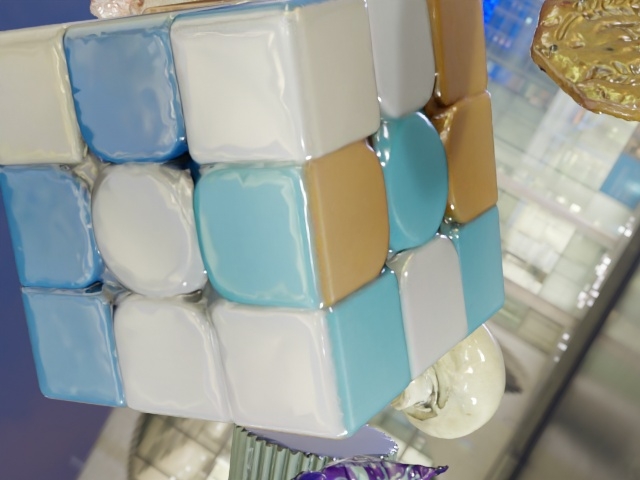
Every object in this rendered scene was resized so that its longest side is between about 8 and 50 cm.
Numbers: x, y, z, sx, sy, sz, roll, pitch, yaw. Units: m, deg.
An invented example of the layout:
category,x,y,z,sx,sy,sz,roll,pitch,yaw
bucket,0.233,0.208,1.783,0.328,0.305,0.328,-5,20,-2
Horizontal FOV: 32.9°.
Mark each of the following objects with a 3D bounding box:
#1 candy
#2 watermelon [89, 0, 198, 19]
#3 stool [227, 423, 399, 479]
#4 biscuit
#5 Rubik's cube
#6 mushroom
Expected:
category,x,y,z,sx,sy,sz,roll,pitch,yaw
candy,0.053,0.373,1.646,0.275,0.070,0.145,6,-36,-36
watermelon,-0.281,-0.408,1.895,0.226,0.318,0.148,-22,-12,-21
stool,-0.034,0.495,1.923,0.297,0.297,0.330,-12,-67,-74
biscuit,0.502,-0.297,1.688,0.359,0.359,0.046,-50,-24,-37
Rubik's cube,-0.055,-0.053,1.006,0.344,0.347,0.347,-27,-67,-55
mushroom,0.194,0.225,1.857,0.202,0.246,0.246,-22,-33,-33
